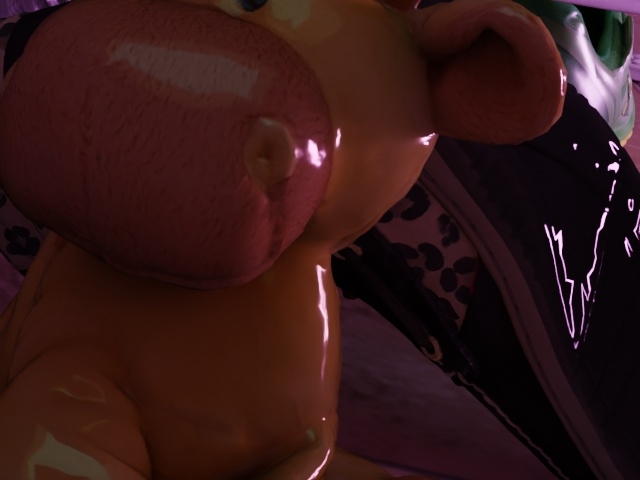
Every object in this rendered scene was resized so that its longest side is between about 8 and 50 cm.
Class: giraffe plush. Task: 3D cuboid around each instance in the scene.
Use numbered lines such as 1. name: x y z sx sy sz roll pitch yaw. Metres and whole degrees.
1. giraffe plush: -0.027 0.009 0.413 0.181 0.170 0.210 15 19 -4

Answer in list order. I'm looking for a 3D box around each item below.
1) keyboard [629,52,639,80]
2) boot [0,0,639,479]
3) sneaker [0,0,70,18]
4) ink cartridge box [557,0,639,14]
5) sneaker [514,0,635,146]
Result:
1. keyboard: 0.115 -0.144 1.196 0.256 0.014 0.072 12 20 -15
2. boot: 0.000 -0.002 0.562 0.179 0.236 0.085 -14 34 37
3. sneaker: -0.160 -0.098 0.762 0.115 0.105 0.281 -13 16 17
4. ink cartridge box: -0.044 -0.167 0.728 0.307 0.072 0.304 22 16 37
5. sneaker: 0.124 -0.103 0.922 0.109 0.123 0.295 18 18 4
